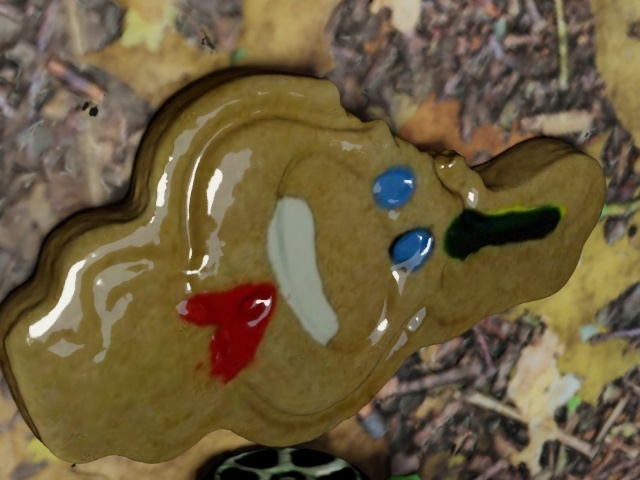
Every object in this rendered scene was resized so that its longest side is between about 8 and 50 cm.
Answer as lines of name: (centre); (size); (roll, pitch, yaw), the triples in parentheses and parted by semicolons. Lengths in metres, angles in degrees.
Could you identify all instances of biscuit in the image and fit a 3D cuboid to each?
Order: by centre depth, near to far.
biscuit: (0.003, 0.008, 0.914); (0.320, 0.047, 0.183); (-5, 115, -33)

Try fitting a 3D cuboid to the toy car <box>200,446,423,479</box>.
toy car: (-0.043, 0.229, 0.894); (0.358, 0.176, 0.213); (-9, 113, -29)
